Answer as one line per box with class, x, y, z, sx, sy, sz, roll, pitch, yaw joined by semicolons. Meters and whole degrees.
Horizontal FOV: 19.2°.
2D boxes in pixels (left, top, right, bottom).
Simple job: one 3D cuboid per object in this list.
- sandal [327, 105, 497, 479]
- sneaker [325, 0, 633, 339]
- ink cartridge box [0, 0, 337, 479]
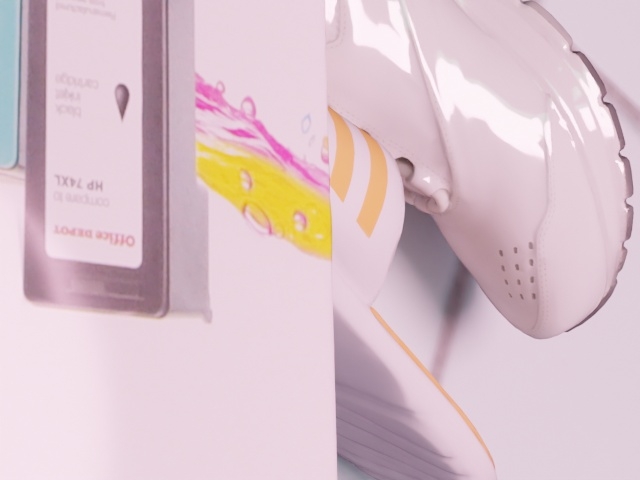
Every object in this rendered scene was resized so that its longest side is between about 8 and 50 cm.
sandal;-0.007;0.000;0.694;0.265;0.102;0.076;51;59;-37
sneaker;0.016;-0.076;0.746;0.129;0.111;0.297;-41;108;-24
ink cartridge box;-0.131;-0.022;0.503;0.197;0.198;0.270;7;78;-45
